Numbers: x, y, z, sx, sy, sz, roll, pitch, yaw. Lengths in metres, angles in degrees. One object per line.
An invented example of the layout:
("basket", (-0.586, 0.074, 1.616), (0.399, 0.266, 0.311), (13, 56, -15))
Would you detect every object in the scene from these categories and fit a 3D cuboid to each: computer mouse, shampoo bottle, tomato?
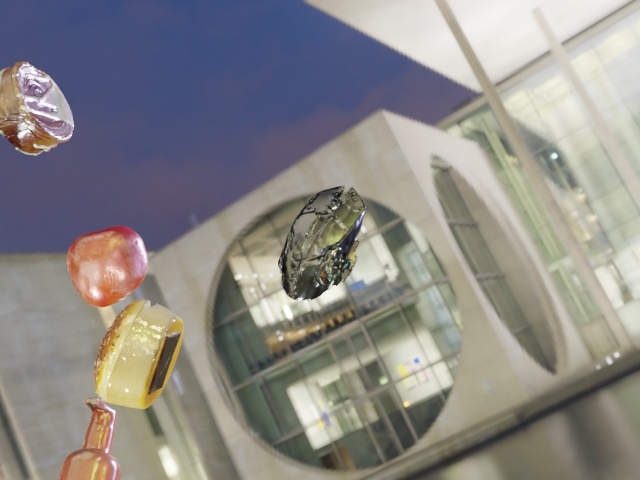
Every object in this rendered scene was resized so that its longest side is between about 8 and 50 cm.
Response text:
("computer mouse", (0.000, 0.000, 1.731), (0.241, 0.147, 0.077), (-64, -21, -17))
("shampoo bottle", (-0.305, 0.329, 1.231), (0.086, 0.244, 0.085), (3, -35, 2))
("tomato", (-0.470, 0.055, 2.108), (0.187, 0.187, 0.151), (-24, -26, -6))

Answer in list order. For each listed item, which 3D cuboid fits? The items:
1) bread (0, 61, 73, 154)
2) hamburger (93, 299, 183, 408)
("bread", (-0.498, -0.225, 1.634), (0.073, 0.160, 0.160), (-26, -12, 15))
("hamburger", (-0.478, 0.295, 2.465), (0.300, 0.176, 0.300), (21, -90, -85))
